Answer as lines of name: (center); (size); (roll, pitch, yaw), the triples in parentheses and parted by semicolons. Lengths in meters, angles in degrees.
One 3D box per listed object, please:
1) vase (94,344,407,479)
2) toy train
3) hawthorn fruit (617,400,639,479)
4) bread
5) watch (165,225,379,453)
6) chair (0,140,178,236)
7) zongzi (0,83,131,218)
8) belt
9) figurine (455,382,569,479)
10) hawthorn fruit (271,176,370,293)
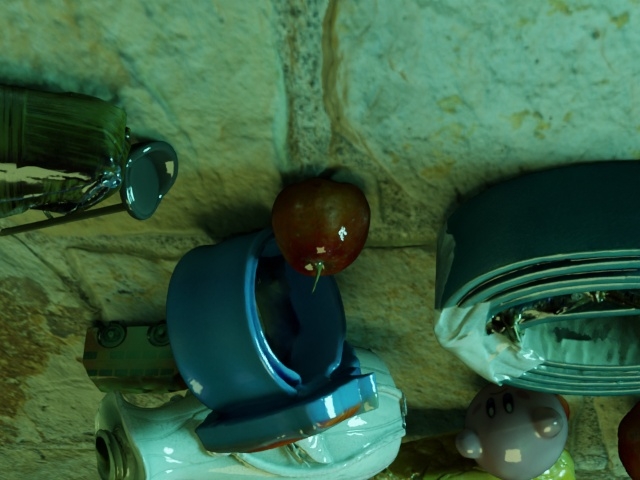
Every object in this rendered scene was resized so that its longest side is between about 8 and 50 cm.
vase: (-0.107, 0.282, 1.871); (0.445, 0.250, 0.250); (-6, 157, -26)
toy train: (-0.272, 0.178, 1.944); (0.188, 0.099, 0.072); (-1, 148, 10)
hawthorn fruit: (0.563, 0.315, 2.013); (0.181, 0.181, 0.235); (-5, 150, 16)
bread: (0.262, 0.413, 2.176); (0.344, 0.148, 0.195); (-14, 147, 3)
watch: (-0.052, 0.114, 1.679); (0.241, 0.274, 0.305); (-17, -173, 27)
chair: (-0.282, -0.060, 1.523); (0.222, 0.095, 0.104); (-7, 154, 18)
zongzi: (-0.377, -0.058, 1.471); (0.286, 0.138, 0.300); (9, 140, -12)
belt: (0.353, 0.056, 1.548); (0.437, 0.173, 0.300); (-1, 140, 13)
figurine: (0.307, 0.299, 2.014); (0.173, 0.173, 0.173); (3, 151, 2)
hawthorn fruit: (0.005, -0.012, 1.553); (0.125, 0.140, 0.125); (-27, 157, -13)
